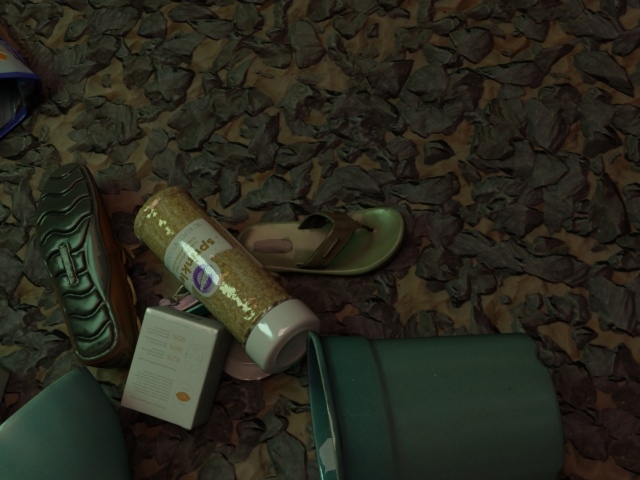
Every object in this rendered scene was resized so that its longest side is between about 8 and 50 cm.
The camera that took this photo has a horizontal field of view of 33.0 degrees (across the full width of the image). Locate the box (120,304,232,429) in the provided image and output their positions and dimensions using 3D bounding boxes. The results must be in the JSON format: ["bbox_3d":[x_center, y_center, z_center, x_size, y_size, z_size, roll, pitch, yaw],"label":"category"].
[{"bbox_3d":[-0.234,0.206,1.777,0.130,0.091,0.170,17,93,12],"label":"box"}]

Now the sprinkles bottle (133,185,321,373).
[{"bbox_3d":[-0.156,0.060,1.760,0.121,0.121,0.355,-42,63,-11],"label":"sprinkles bottle"}]

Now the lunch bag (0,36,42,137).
[{"bbox_3d":[-0.764,-0.297,2.007,0.385,0.239,0.328,-35,67,-26],"label":"lunch bag"}]

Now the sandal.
[{"bbox_3d":[-0.001,0.002,1.870,0.303,0.086,0.120,-7,67,3],"label":"sandal"}]

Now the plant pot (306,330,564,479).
[{"bbox_3d":[0.166,0.282,1.621,0.334,0.341,0.341,-8,66,-5],"label":"plant pot"}]

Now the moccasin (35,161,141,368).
[{"bbox_3d":[-0.390,0.041,1.879,0.139,0.147,0.380,-28,70,10],"label":"moccasin"}]

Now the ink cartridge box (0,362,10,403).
[{"bbox_3d":[-0.586,0.296,1.763,0.056,0.171,0.235,7,68,9],"label":"ink cartridge box"}]

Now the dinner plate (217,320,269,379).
[{"bbox_3d":[-0.119,0.170,1.852,0.141,0.017,0.141,-2,68,4],"label":"dinner plate"}]

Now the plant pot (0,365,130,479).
[{"bbox_3d":[-0.409,0.364,1.676,0.290,0.290,0.195,-44,87,-12],"label":"plant pot"}]

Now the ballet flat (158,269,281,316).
[{"bbox_3d":[-0.181,0.082,1.866,0.222,0.077,0.079,-24,63,0],"label":"ballet flat"}]
